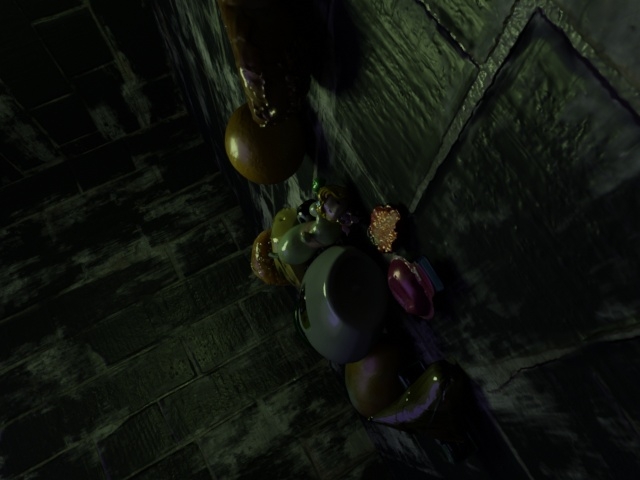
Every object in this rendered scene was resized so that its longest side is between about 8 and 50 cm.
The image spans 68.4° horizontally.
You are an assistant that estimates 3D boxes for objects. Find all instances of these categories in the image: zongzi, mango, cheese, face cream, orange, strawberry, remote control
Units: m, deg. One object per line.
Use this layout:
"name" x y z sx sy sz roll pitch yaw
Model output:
"zongzi" 0.222 0.372 1.123 0.112 0.241 0.221 -60 -33 -53
"mango" 0.177 0.416 1.438 0.384 0.198 0.222 92 168 -49
"cheese" -0.092 0.055 1.788 0.260 0.128 0.316 -73 -29 -56
"face cream" 0.055 0.180 1.302 0.357 0.219 0.313 120 144 -66
"orange" -0.145 -0.263 1.257 0.236 0.236 0.236 57 166 22
"strawberry" 0.145 -0.027 0.989 0.104 0.048 0.152 66 155 17
"remote control" 0.000 0.000 1.432 0.090 0.066 0.266 22 142 54
"cheese" 0.198 0.089 0.973 0.155 0.062 0.244 59 166 12

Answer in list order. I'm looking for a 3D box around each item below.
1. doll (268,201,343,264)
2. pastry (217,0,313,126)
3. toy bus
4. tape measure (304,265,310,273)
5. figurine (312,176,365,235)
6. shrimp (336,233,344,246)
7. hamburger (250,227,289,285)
"doll" -0.035 -0.001 1.311 0.275 0.154 0.113 -42 76 35
"pastry" -0.100 -0.391 0.944 0.255 0.161 0.311 87 165 -85
"toy bus" 0.304 0.452 1.247 0.262 0.091 0.109 59 174 24
"tape measure" 0.033 0.149 1.650 0.186 0.112 0.199 57 162 -5
"figurine" 0.041 -0.090 1.180 0.156 0.095 0.115 43 -174 6
"shrimp" 0.029 -0.027 1.469 0.178 0.034 0.124 8 127 63
"hamburger" -0.173 0.080 2.026 0.286 0.243 0.146 49 168 -13
